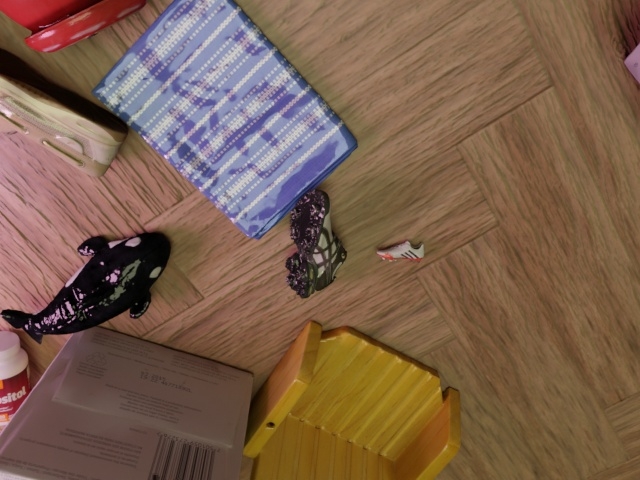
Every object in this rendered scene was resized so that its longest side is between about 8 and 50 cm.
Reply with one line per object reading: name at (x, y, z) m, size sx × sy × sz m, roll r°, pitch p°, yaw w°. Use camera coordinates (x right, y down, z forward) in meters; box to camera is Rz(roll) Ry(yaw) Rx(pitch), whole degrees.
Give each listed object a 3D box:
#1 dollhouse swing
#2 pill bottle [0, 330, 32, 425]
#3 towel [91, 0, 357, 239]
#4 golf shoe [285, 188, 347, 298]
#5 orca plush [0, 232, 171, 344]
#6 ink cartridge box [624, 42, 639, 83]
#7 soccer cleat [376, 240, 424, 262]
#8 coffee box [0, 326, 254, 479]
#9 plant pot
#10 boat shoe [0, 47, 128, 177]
dollhouse swing at (0.061, 0.389, 0.966) m, size 0.347 × 0.305 × 0.315 m, roll 29°, pitch 110°, yaw -14°
pill bottle at (-0.557, 0.240, 0.980) m, size 0.086 × 0.086 × 0.152 m, roll 5°, pitch 115°, yaw -5°
towel at (-0.134, -0.180, 0.834) m, size 0.243 × 0.040 × 0.336 m, roll -41°, pitch 111°, yaw 14°
golf shoe at (0.000, 0.000, 0.909) m, size 0.094 × 0.077 × 0.198 m, roll -13°, pitch 132°, yaw -31°
orca plush at (-0.376, 0.078, 0.886) m, size 0.287 × 0.102 × 0.151 m, roll -18°, pitch 96°, yaw 2°
ink cartridge box at (0.597, -0.303, 0.743) m, size 0.309 × 0.272 × 0.130 m, roll -34°, pitch 82°, yaw 11°
soccer cleat at (0.137, 0.017, 0.949) m, size 0.083 × 0.029 × 0.035 m, roll 4°, pitch 106°, yaw -9°
coffee box at (-0.334, 0.403, 0.929) m, size 0.338 × 0.338 × 0.334 m, roll 20°, pitch 112°, yaw -10°
plant pot at (-0.320, -0.333, 0.671) m, size 0.191 × 0.191 × 0.174 m, roll -21°, pitch 119°, yaw 6°
boat shoe at (-0.429, -0.190, 0.778) m, size 0.302 × 0.109 × 0.098 m, roll 28°, pitch 109°, yaw -21°
